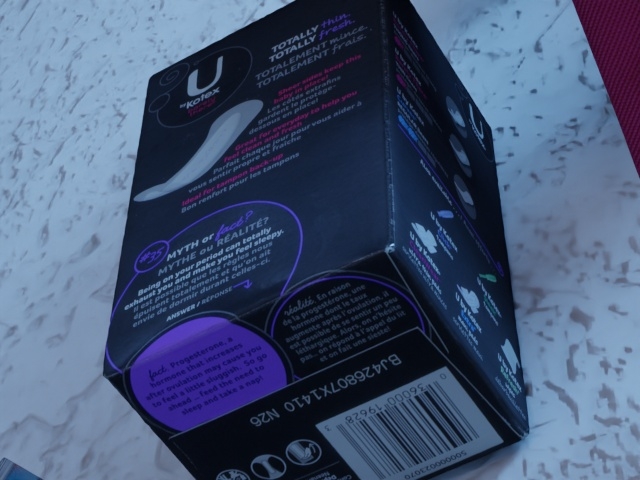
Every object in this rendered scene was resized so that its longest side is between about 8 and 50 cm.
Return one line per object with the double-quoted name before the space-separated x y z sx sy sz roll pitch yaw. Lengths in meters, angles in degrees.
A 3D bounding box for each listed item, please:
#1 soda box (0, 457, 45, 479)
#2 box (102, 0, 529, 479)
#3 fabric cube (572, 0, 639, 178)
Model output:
"soda box" -0.130 0.176 0.952 0.063 0.058 0.183 -51 34 -18
"box" 0.000 0.000 0.959 0.165 0.143 0.270 -24 34 19
"fabric cube" 0.248 -0.128 0.617 0.254 0.258 0.259 -11 22 40
